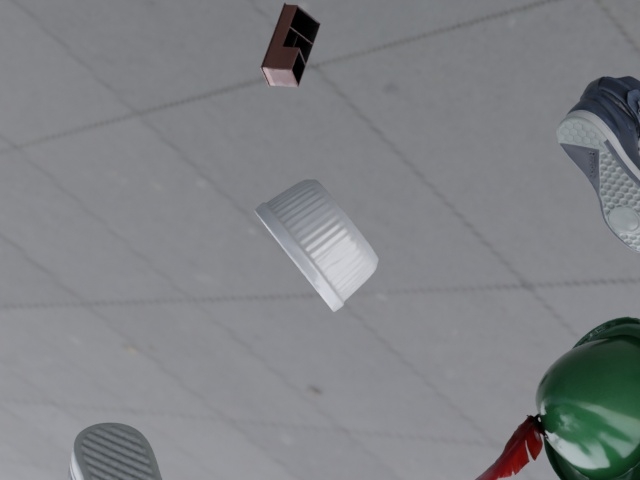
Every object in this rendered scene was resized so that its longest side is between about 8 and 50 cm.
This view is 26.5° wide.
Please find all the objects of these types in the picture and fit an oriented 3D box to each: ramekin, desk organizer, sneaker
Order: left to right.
[{"bbox_3d":[-0.199,0.341,1.422,0.126,0.321,0.127,2,123,-18],"label":"sneaker"},{"bbox_3d":[-0.044,-0.297,2.071,0.050,0.130,0.047,6,150,20],"label":"desk organizer"},{"bbox_3d":[0.000,0.000,2.137,0.207,0.109,0.207,52,178,3],"label":"ramekin"},{"bbox_3d":[0.405,-0.109,1.774,0.086,0.163,0.226,-18,114,39],"label":"sneaker"}]

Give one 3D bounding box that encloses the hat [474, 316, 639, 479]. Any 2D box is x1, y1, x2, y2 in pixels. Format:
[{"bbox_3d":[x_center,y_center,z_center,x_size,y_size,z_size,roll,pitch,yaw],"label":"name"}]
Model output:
[{"bbox_3d":[0.205,0.133,1.234,0.183,0.173,0.208,24,-156,-27],"label":"hat"}]
